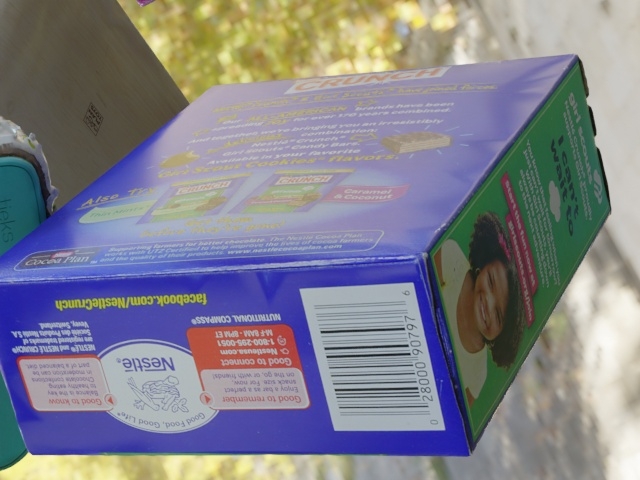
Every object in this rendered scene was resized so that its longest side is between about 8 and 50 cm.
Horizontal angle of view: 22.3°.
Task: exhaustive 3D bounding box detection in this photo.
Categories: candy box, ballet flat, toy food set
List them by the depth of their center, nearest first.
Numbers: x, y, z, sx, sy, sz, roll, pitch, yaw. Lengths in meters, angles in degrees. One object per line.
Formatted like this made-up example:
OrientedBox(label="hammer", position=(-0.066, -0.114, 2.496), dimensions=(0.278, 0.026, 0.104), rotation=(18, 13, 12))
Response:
OrientedBox(label="candy box", position=(0.000, 0.000, 0.949), dimensions=(0.268, 0.122, 0.317), rotation=(-3, 24, 25))
OrientedBox(label="ballet flat", position=(-0.197, 0.027, 0.984), dimensions=(0.091, 0.077, 0.241), rotation=(-8, -56, -26))
OrientedBox(label="toy food set", position=(-0.212, -0.086, 1.252), dimensions=(0.092, 0.220, 0.306), rotation=(-8, -43, 28))

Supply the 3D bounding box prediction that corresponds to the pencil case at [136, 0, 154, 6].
OrientedBox(label="pencil case", position=(-0.135, -0.165, 0.796), dimensions=(0.095, 0.098, 0.209), rotation=(-27, -1, 15))
